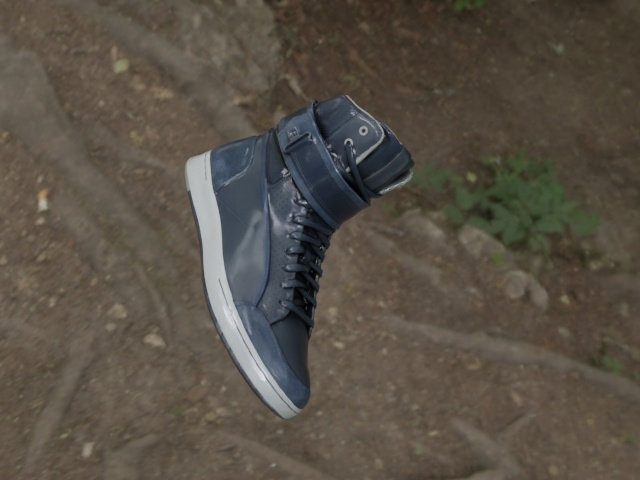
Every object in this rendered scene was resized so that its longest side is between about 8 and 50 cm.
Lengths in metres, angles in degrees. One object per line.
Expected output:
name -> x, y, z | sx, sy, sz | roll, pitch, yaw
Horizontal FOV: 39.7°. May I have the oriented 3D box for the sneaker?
sneaker -> -0.001, -0.001, 0.632 | 0.086, 0.163, 0.226 | 47, 22, -59
